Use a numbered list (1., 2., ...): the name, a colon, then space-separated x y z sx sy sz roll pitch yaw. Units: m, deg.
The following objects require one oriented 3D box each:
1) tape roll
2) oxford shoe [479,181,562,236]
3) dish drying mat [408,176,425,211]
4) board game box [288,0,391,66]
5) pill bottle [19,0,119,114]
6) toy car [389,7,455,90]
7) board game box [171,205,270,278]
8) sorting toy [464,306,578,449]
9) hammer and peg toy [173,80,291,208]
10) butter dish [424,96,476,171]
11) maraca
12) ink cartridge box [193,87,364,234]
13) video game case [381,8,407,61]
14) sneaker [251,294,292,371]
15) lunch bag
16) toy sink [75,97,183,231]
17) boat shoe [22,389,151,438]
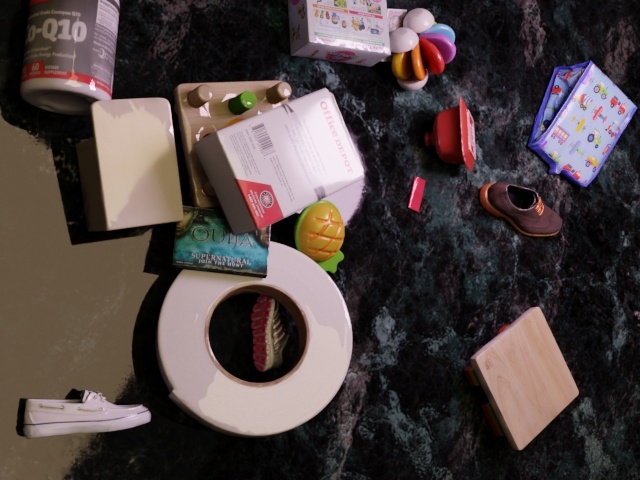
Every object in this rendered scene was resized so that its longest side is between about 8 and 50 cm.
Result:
1. tape roll: -0.130 0.191 1.626 0.392 0.072 0.391 5 71 -15
2. oxford shoe: 0.540 -0.077 2.138 0.271 0.098 0.096 19 73 -28
3. dish drying mat: 0.233 -0.112 2.005 0.032 0.008 0.083 22 73 -27
4. board game box: 0.038 -0.570 1.899 0.224 0.097 0.303 1 81 -31
5. pill bottle: -0.457 -0.388 1.522 0.161 0.161 0.283 8 79 -31
6. toy car: 0.253 -0.452 1.969 0.182 0.136 0.159 -53 139 -27
7. board game box: -0.192 0.002 1.620 0.186 0.026 0.126 7 70 -13
8. sorting toy: 0.488 0.338 2.050 0.255 0.089 0.257 -32 100 -32
9. hammer and peg toy: -0.116 -0.202 1.727 0.362 0.127 0.265 -8 87 -33
10. butter dish: 0.312 -0.252 2.018 0.160 0.118 0.160 24 63 -70
11. maraca: 0.000 0.000 1.794 0.127 0.099 0.185 -25 122 -27
12. ink cartridge box: -0.075 -0.155 1.606 0.273 0.114 0.196 -27 99 -31
13. video game case: 0.174 -0.491 1.977 0.087 0.011 0.122 -18 119 -52
14. sneaker: -0.098 0.189 1.724 0.075 0.063 0.170 12 71 -42
15. lunch bag: 0.706 -0.304 2.271 0.221 0.138 0.293 34 76 -26
16. toy sink: -0.365 -0.141 1.557 0.153 0.131 0.234 -10 96 -33
17. boat shoe: -0.417 0.307 1.491 0.226 0.083 0.075 -1 85 -31
